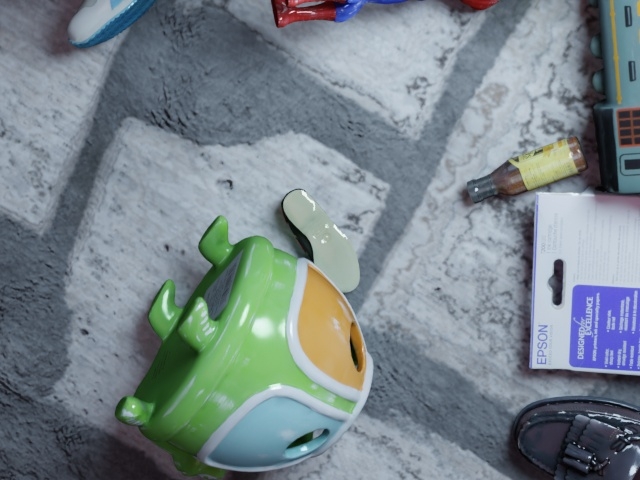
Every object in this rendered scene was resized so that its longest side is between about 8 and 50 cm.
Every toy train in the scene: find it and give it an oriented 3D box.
[{"bbox_3d":[0.360,-0.191,1.096,0.190,0.142,0.334,-3,104,22],"label":"toy train"}]

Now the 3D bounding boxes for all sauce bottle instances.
[{"bbox_3d":[0.221,-0.073,1.201,0.128,0.042,0.042,-19,100,14],"label":"sauce bottle"}]

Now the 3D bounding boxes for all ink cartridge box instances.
[{"bbox_3d":[0.333,0.044,1.208,0.208,0.045,0.206,2,106,10],"label":"ink cartridge box"}]

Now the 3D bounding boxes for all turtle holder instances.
[{"bbox_3d":[-0.089,0.159,1.229,0.227,0.243,0.320,29,101,-15],"label":"turtle holder"}]

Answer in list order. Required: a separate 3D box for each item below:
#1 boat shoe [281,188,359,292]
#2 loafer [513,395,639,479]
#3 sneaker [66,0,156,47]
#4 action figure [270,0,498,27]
[{"bbox_3d":[0.002,-0.001,1.269,0.049,0.042,0.133,-34,96,-2],"label":"boat shoe"},{"bbox_3d":[0.363,0.253,1.233,0.302,0.095,0.109,16,108,7],"label":"loafer"},{"bbox_3d":[-0.206,-0.308,1.205,0.092,0.087,0.228,39,100,-3],"label":"sneaker"},{"bbox_3d":[0.089,-0.295,1.124,0.280,0.091,0.139,-5,83,-15],"label":"action figure"}]
